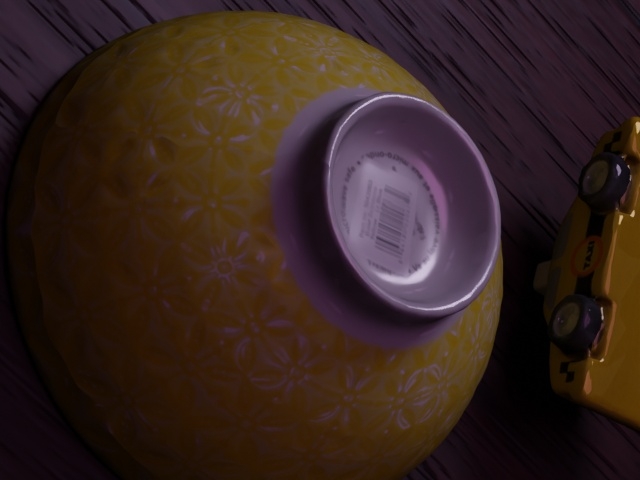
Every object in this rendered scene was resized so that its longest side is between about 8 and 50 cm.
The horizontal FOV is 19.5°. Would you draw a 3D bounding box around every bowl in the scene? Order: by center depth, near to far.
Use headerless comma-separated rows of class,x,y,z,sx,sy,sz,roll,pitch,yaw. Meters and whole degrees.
bowl,0.000,0.000,0.968,0.289,0.156,0.289,12,70,-35

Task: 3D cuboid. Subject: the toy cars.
toy cars,0.216,0.124,1.150,0.176,0.087,0.393,-23,94,-35
